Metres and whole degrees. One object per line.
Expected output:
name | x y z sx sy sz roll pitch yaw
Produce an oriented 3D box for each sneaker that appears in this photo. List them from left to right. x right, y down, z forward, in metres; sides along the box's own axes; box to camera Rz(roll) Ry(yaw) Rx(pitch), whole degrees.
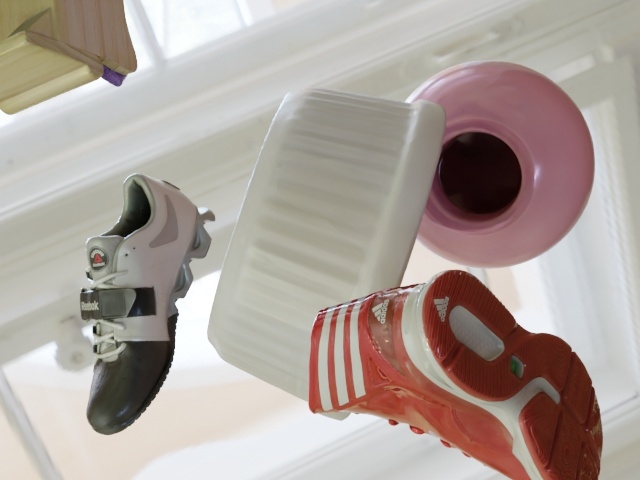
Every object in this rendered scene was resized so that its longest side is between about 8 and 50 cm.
sneaker | -0.245 0.068 1.310 0.146 0.122 0.330 39 -128 -40
sneaker | 0.077 0.091 0.649 0.128 0.087 0.221 -7 138 39

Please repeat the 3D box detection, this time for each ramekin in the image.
ramekin | 0.000 0.000 0.870 0.273 0.127 0.272 18 -90 -90

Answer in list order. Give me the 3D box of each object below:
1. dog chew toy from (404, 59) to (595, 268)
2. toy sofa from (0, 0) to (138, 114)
dog chew toy | 0.188 -0.091 1.131 0.206 0.207 0.332 66 -160 -5
toy sofa | -0.337 -0.336 1.231 0.177 0.150 0.362 13 -114 -58
